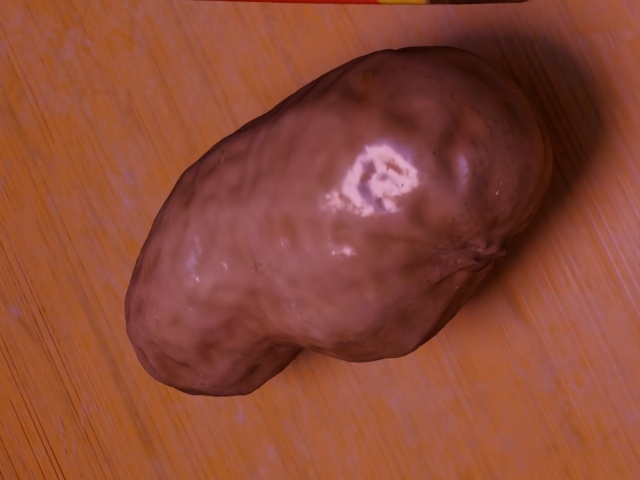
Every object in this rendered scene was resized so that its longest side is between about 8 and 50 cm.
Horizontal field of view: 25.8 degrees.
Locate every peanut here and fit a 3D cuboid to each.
[{"bbox_3d":[0.000,0.000,0.976,0.387,0.169,0.192,-29,88,40],"label":"peanut"}]

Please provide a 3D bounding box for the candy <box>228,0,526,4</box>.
[{"bbox_3d":[-0.009,-0.204,0.947,0.276,0.146,0.088,7,104,35],"label":"candy"}]
